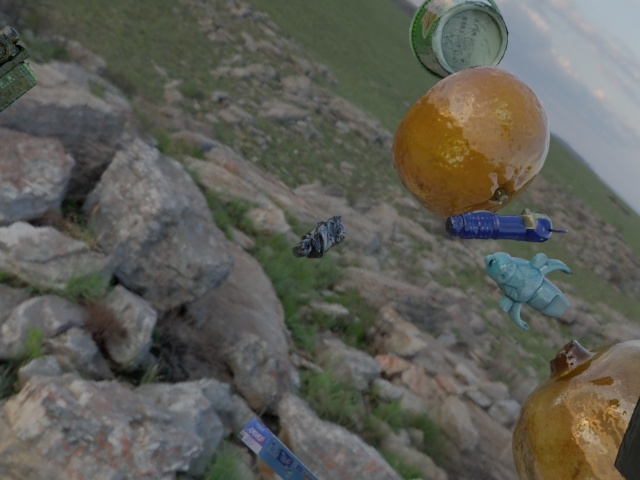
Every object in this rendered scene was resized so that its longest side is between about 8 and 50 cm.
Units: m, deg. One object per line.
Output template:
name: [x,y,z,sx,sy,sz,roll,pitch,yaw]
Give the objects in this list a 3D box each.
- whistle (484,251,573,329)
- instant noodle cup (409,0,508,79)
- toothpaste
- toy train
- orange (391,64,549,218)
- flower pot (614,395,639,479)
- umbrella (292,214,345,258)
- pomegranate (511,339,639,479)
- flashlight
whistle: [0.493,0.106,1.853,0.274,0.186,0.093,31,11,-23]
instant noodle cup: [0.289,-0.407,1.553,0.207,0.207,0.232,39,15,-10]
toothpaste: [-0.069,0.430,1.497,0.066,0.053,0.272,29,-20,40]
toy train: [-0.609,-0.278,1.371,0.090,0.225,0.137,38,-15,40]
orange: [0.207,-0.130,1.061,0.219,0.219,0.193,3,64,-64]
flower pot: [0.518,0.304,1.060,0.269,0.166,0.269,36,10,-7]
umbrella: [0.000,0.000,1.604,0.236,0.059,0.066,-35,109,-68]
pomegranate: [0.552,0.368,1.444,0.417,0.416,0.416,37,17,-14]
flashlight: [0.190,-0.017,0.798,0.121,0.035,0.057,3,2,-8]
